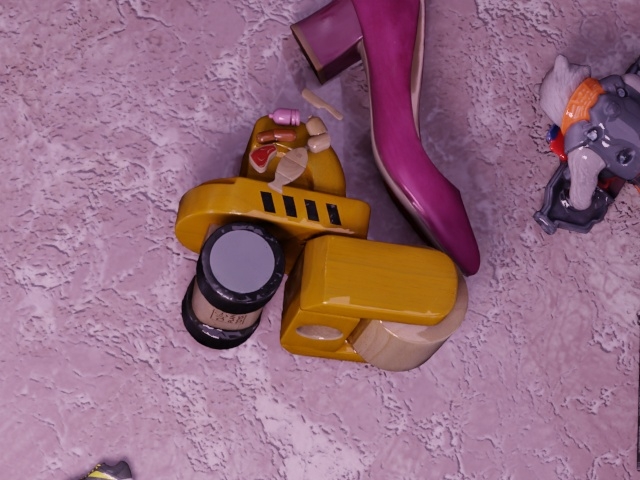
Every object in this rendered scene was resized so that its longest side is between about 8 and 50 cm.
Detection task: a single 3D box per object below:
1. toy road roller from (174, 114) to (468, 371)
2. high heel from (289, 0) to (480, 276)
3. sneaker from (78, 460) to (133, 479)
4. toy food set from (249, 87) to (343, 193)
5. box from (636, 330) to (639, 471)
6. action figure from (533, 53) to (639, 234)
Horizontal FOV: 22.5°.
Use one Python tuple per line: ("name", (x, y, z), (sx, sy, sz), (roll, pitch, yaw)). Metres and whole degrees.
("toy road roller", (0.000, 0.000, 1.827), (0.329, 0.202, 0.241), (11, 70, -7))
("high heel", (0.130, -0.150, 1.895), (0.181, 0.127, 0.377), (-31, 85, -2))
("sneaker", (-0.254, 0.272, 1.831), (0.083, 0.031, 0.035), (-7, 70, -15))
("toy food set", (-0.034, -0.109, 1.770), (0.078, 0.019, 0.122), (38, 66, 14))
("box", (0.497, 0.152, 1.956), (0.216, 0.060, 0.270), (5, 81, -9))
("action figure", (0.416, -0.139, 1.917), (0.330, 0.178, 0.341), (26, 74, 4))
